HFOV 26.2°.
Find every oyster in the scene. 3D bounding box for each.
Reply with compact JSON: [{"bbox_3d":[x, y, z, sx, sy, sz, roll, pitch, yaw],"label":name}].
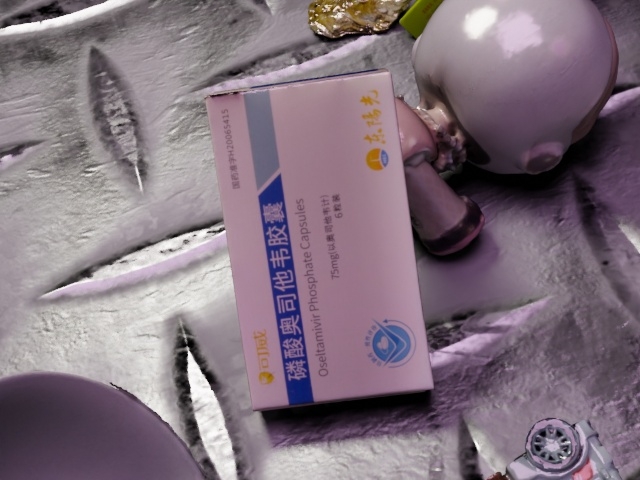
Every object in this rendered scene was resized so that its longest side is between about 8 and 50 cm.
[{"bbox_3d":[0.048,-0.312,1.865,0.146,0.045,0.121,32,77,30],"label":"oyster"}]

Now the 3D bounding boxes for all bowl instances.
[{"bbox_3d":[-0.272,0.310,1.312,0.157,0.346,0.345,-34,35,42],"label":"bowl"}]

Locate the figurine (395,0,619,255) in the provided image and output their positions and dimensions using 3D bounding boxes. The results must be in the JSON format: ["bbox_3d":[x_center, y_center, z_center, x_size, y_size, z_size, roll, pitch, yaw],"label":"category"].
[{"bbox_3d":[0.192,-0.168,1.609,0.361,0.211,0.253,-36,78,-13],"label":"figurine"}]

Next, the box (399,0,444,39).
[{"bbox_3d":[0.241,-0.421,1.824,0.047,0.187,0.335,40,63,-4],"label":"box"}]

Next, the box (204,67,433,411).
[{"bbox_3d":[0.000,0.000,1.460,0.200,0.343,0.065,-7,7,5],"label":"box"}]

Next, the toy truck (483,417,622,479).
[{"bbox_3d":[0.184,0.306,1.288,0.338,0.133,0.184,-30,63,-10],"label":"toy truck"}]
